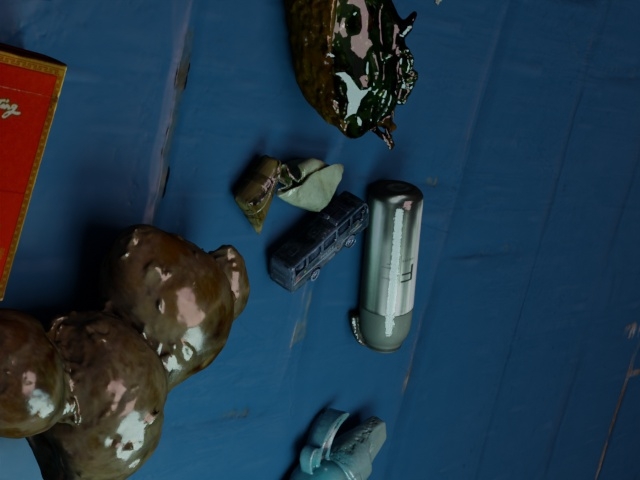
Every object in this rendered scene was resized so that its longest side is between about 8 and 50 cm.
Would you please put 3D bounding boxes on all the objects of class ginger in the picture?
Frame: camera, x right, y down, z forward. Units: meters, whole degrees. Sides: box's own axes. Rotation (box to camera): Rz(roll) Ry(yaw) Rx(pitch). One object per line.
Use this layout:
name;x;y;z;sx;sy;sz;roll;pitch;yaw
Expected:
ginger;-0.209;0.110;1.255;0.375;0.176;0.256;-40;132;-37

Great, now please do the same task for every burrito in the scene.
burrito;-0.020;-0.077;1.517;0.118;0.044;0.074;16;103;-57

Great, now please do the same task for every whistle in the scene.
whistle;0.011;0.361;1.761;0.274;0.093;0.186;-41;137;-38

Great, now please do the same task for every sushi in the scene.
sushi;0.044;-0.251;1.424;0.149;0.140;0.287;-31;132;-32

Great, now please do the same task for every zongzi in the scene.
zongzi;-0.068;-0.057;1.468;0.076;0.040;0.083;-55;147;-17

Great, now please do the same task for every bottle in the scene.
bottle;0.093;0.040;1.709;0.096;0.079;0.254;-3;115;-12

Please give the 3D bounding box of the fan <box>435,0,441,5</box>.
fan;0.187;-0.483;1.608;0.190;0.009;0.329;-14;118;-50

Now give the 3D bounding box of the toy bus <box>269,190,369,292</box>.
toy bus;0.000;0.000;1.571;0.166;0.047;0.065;-43;152;-31

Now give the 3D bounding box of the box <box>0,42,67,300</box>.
box;-0.336;-0.067;1.078;0.153;0.074;0.240;8;102;-51
